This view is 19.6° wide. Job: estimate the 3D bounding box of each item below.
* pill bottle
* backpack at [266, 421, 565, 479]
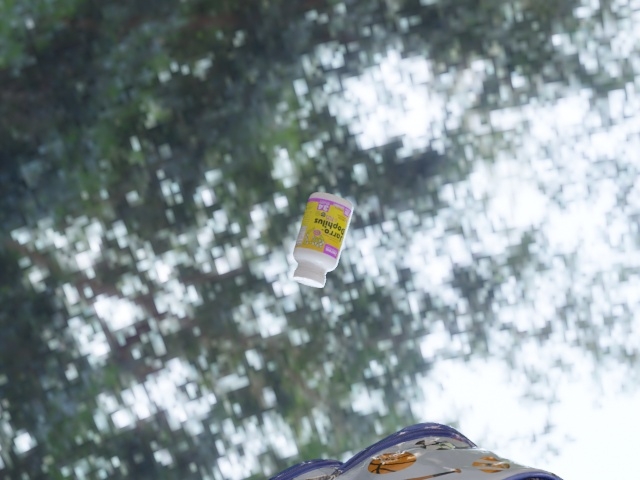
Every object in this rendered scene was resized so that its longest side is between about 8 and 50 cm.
[{"bbox_3d":[0.000,0.000,1.737,0.043,0.043,0.083,10,-104,27],"label":"pill bottle"},{"bbox_3d":[0.046,0.245,1.111,0.263,0.276,0.213,-28,-146,-22],"label":"backpack"}]
